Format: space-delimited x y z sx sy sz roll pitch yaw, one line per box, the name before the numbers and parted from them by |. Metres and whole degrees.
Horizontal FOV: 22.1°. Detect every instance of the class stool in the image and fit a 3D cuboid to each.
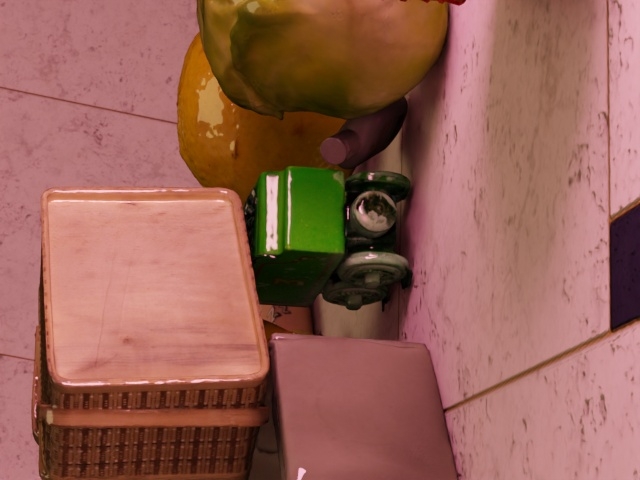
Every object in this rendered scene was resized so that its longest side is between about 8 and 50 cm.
stool | 0.021 0.270 1.659 0.244 0.170 0.270 -98 16 -52

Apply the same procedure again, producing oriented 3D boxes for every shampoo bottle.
shampoo bottle | 0.046 -0.117 1.818 0.080 0.040 0.165 -60 -13 27

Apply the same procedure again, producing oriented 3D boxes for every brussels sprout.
brussels sprout | 0.001 -0.246 1.729 0.294 0.259 0.227 112 160 -65

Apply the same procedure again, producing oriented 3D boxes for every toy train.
toy train | 0.000 0.000 1.842 0.243 0.188 0.132 124 148 -68

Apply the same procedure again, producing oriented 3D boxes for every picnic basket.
picnic basket | -0.184 0.107 1.699 0.313 0.228 0.175 -103 18 -48

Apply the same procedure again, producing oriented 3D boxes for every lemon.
lemon | -0.059 -0.167 2.070 0.260 0.260 0.284 -117 49 -71

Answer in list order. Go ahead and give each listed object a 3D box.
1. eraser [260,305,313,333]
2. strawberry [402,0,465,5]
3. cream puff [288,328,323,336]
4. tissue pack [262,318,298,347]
eraser | -0.054 0.180 2.340 0.290 0.087 0.171 -98 17 -47
strawberry | 0.104 -0.325 1.345 0.312 0.267 0.351 -60 -21 0
cream puff | -0.038 0.203 2.106 0.189 0.129 0.189 -10 74 39
tissue pack | -0.136 0.212 1.870 0.192 0.271 0.134 24 153 41
